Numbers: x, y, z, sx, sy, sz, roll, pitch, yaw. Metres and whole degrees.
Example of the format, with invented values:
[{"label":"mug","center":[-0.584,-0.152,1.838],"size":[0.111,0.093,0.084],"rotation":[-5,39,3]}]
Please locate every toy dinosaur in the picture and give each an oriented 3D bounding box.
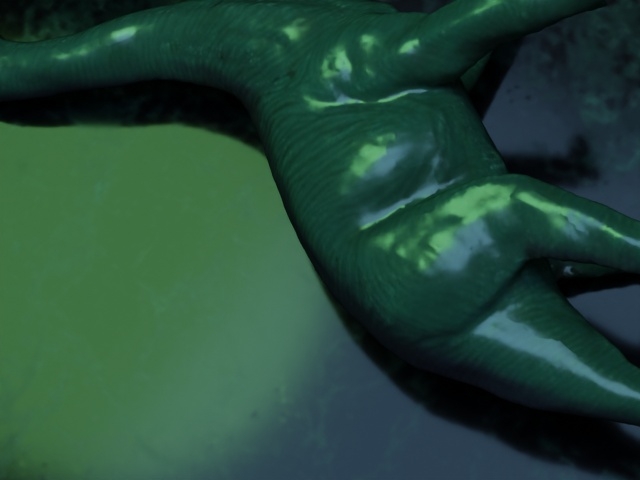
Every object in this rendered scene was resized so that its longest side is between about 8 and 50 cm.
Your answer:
[{"label":"toy dinosaur","center":[0.000,0.000,0.859],"size":[0.331,0.129,0.383],"rotation":[-23,71,12]}]
